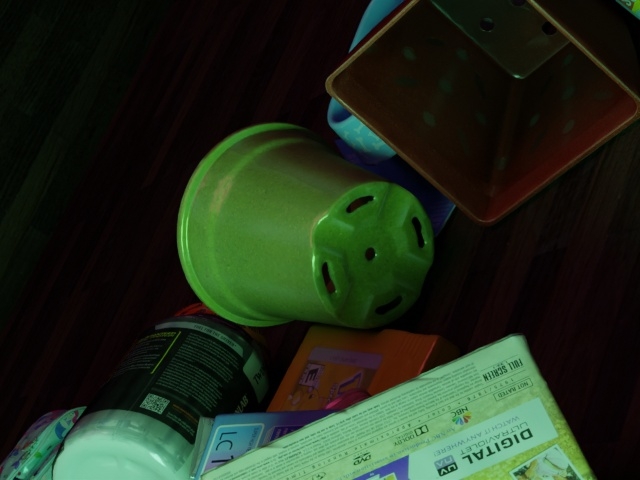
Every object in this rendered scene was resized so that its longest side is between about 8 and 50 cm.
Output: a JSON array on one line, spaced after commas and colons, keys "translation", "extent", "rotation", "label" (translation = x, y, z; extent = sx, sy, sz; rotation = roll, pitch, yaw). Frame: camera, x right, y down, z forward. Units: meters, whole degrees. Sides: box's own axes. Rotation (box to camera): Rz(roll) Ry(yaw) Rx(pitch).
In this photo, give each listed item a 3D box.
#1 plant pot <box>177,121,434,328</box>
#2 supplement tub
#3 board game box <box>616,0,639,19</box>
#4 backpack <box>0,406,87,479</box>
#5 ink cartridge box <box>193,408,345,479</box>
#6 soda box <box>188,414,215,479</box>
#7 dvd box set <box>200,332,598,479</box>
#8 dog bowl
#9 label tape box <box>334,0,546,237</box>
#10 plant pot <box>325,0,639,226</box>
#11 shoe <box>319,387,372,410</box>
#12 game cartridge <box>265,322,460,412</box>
[{"translation": [0.000, 0.000, 1.849], "extent": [0.254, 0.276, 0.276], "rotation": [17, 75, 56], "label": "plant pot"}, {"translation": [-0.193, 0.237, 1.938], "extent": [0.207, 0.207, 0.338], "rotation": [-42, 9, 35], "label": "supplement tub"}, {"translation": [0.312, -0.409, 1.706], "extent": [0.142, 0.275, 0.144], "rotation": [-47, 23, 25], "label": "board game box"}, {"translation": [-0.356, 0.369, 2.150], "extent": [0.191, 0.225, 0.253], "rotation": [-22, 30, 51], "label": "backpack"}, {"translation": [0.062, 0.293, 1.311], "extent": [0.395, 0.151, 0.270], "rotation": [-6, 49, 30], "label": "ink cartridge box"}, {"translation": [-0.105, 0.327, 1.653], "extent": [0.091, 0.098, 0.286], "rotation": [-82, 3, -49], "label": "soda box"}, {"translation": [0.098, 0.291, 1.127], "extent": [0.307, 0.062, 0.420], "rotation": [-25, 45, 2], "label": "dvd box set"}, {"translation": [0.097, -0.238, 1.913], "extent": [0.166, 0.074, 0.297], "rotation": [-25, 39, 53], "label": "dog bowl"}, {"translation": [0.135, -0.172, 1.988], "extent": [0.348, 0.115, 0.249], "rotation": [-61, 21, -15], "label": "label tape box"}, {"translation": [0.212, -0.229, 1.734], "extent": [0.267, 0.267, 0.236], "rotation": [-39, 16, 39], "label": "plant pot"}, {"translation": [0.009, 0.245, 1.631], "extent": [0.178, 0.063, 0.081], "rotation": [-53, 19, 2], "label": "shoe"}, {"translation": [0.013, 0.234, 1.765], "extent": [0.285, 0.052, 0.323], "rotation": [-62, 21, -13], "label": "game cartridge"}]
